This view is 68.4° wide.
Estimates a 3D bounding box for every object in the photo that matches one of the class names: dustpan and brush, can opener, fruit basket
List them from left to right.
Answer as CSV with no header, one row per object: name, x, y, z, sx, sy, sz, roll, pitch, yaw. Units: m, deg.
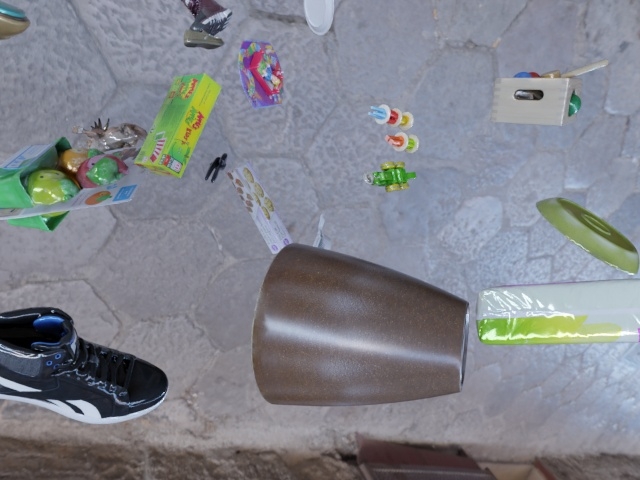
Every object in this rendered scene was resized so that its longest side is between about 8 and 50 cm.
fruit basket,-0.572,-0.161,1.128,0.353,0.327,0.165,-12,124,9
can opener,-0.428,-0.291,1.906,0.059,0.186,0.073,17,130,0
dustpan and brush,0.000,0.000,1.700,0.060,0.211,0.147,24,152,-12

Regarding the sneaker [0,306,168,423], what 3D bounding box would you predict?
sneaker,-0.253,0.133,0.501,0.217,0.079,0.121,19,134,-30

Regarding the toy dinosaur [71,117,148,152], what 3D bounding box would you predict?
toy dinosaur,-0.672,-0.342,1.563,0.296,0.200,0.127,-5,113,2

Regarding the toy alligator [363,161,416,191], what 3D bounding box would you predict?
toy alligator,0.125,-0.123,0.937,0.190,0.051,0.056,-12,89,-48

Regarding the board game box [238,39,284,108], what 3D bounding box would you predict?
board game box,-0.107,-0.348,0.978,0.169,0.033,0.133,-38,123,-59

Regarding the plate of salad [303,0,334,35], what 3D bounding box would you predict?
plate of salad,0.000,-0.822,1.641,0.048,0.200,0.199,-20,128,-27

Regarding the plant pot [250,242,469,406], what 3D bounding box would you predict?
plant pot,0.065,0.116,0.598,0.231,0.215,0.215,3,131,21

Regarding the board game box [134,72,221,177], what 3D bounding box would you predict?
board game box,-0.252,-0.204,0.833,0.043,0.092,0.181,33,74,-49

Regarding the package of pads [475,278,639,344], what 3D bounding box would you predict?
package of pads,0.421,0.121,0.799,0.297,0.101,0.229,-5,171,19

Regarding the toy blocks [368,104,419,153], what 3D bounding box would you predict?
toy blocks,0.192,-0.299,1.258,0.148,0.123,0.054,1,163,-42

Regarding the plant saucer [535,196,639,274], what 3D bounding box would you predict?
plant saucer,0.571,-0.023,0.995,0.241,0.241,0.037,9,124,-33

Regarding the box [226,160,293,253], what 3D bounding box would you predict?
box,-0.199,-0.108,1.584,0.067,0.063,0.324,-44,114,-45

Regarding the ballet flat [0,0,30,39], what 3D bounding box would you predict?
ballet flat,-0.443,-0.287,0.591,0.080,0.232,0.073,-11,131,-58

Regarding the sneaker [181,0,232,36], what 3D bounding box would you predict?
sneaker,-0.431,-0.783,1.634,0.163,0.281,0.106,35,125,-11

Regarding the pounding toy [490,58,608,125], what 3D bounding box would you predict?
pounding toy,0.375,-0.245,0.773,0.130,0.141,0.100,-23,119,-49

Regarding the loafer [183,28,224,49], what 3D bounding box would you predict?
loafer,-0.360,-0.627,1.463,0.148,0.056,0.050,-22,106,-51
